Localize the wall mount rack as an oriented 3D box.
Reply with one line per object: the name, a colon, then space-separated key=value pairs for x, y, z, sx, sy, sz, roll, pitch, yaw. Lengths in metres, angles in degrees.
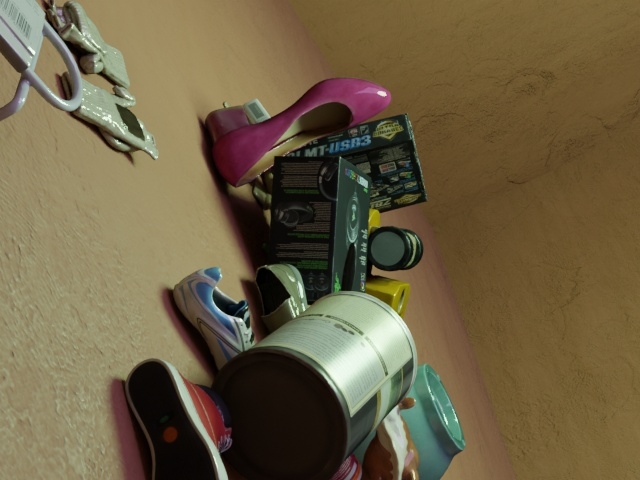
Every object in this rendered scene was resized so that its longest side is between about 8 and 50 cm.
wall mount rack: x=-0.407 y=-0.285 z=1.210 sx=0.350 sy=0.130 sz=0.304 roll=55 pitch=19 yaw=-37

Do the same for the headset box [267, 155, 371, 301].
headset box: x=0.000 y=0.000 z=2.069 sx=0.246 sy=0.131 sz=0.283 roll=23 pitch=70 yaw=-72

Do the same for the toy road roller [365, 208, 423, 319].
toy road roller: x=0.072 y=0.092 z=2.352 sx=0.202 sy=0.241 sz=0.329 roll=4 pitch=99 yaw=-76

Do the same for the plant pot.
plant pot: x=0.147 y=0.345 z=2.042 sx=0.293 sy=0.196 sz=0.293 roll=58 pitch=14 yaw=-24

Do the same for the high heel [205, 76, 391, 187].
high heel: x=-0.024 y=-0.195 z=2.093 sx=0.127 sy=0.377 sz=0.181 roll=87 pitch=-16 yaw=-52

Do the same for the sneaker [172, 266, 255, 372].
sneaker: x=-0.124 y=0.142 z=1.591 sx=0.237 sy=0.086 sz=0.085 roll=60 pitch=11 yaw=-26

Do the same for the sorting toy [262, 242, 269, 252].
sorting toy: x=-0.088 y=0.037 z=2.111 sx=0.083 sy=0.012 sz=0.062 roll=65 pitch=17 yaw=-12

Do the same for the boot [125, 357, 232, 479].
boot: x=-0.134 y=0.267 z=1.308 sx=0.176 sy=0.088 sz=0.244 roll=45 pitch=19 yaw=-60

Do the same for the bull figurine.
bull figurine: x=0.109 y=0.396 z=1.778 sx=0.188 sy=0.101 sz=0.310 roll=-96 pitch=-173 yaw=-49

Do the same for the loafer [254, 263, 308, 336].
loafer: x=-0.062 y=0.146 z=1.865 sx=0.087 sy=0.094 sz=0.251 roll=24 pitch=37 yaw=-50

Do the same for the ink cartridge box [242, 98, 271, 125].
ink cartridge box: x=-0.111 y=-0.198 z=2.366 sx=0.145 sy=0.045 sz=0.179 roll=55 pitch=-17 yaw=30

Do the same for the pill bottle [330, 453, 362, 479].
pill bottle: x=-0.004 y=0.327 z=1.709 sx=0.152 sy=0.086 sz=0.086 roll=57 pitch=14 yaw=-31

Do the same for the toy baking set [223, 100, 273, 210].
toy baking set: x=-0.140 y=-0.175 z=2.277 sx=0.197 sy=0.030 sz=0.256 roll=52 pitch=17 yaw=-44

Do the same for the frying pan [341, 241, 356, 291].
frying pan: x=0.033 y=0.172 z=1.867 sx=0.197 sy=0.053 sz=0.326 roll=166 pitch=-68 yaw=-76

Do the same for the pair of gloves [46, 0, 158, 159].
pair of gloves: x=-0.324 y=-0.245 z=1.639 sx=0.204 sy=0.042 sz=0.240 roll=43 pitch=23 yaw=-58

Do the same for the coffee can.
coffee can: x=-0.002 y=0.203 z=1.538 sx=0.201 sy=0.201 sz=0.275 roll=64 pitch=28 yaw=-2

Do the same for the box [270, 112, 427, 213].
box: x=0.064 y=-0.136 z=2.306 sx=0.293 sy=0.295 sz=0.073 roll=63 pitch=15 yaw=-64
